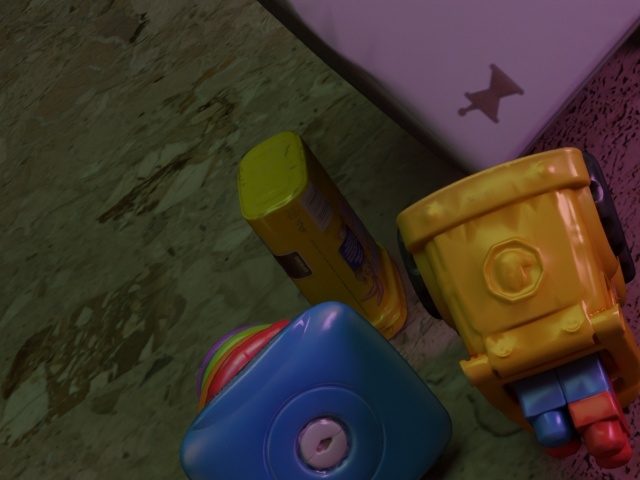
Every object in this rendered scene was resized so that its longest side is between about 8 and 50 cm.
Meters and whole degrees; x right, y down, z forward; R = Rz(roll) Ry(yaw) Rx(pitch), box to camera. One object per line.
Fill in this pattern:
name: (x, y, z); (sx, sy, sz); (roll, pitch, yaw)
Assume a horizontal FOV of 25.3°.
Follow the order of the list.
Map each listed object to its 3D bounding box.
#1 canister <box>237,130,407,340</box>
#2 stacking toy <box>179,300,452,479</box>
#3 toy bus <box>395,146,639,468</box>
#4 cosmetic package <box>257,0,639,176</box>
canister: (0.000, 0.000, 1.247); (0.073, 0.170, 0.126); (-29, 31, 12)
stacking toy: (-0.039, 0.127, 1.168); (0.175, 0.166, 0.302); (-45, 17, -6)
toy bus: (0.166, 0.068, 1.011); (0.149, 0.220, 0.211); (-23, 65, 11)
cosmetic package: (0.108, -0.275, 1.178); (0.327, 0.329, 0.394); (-48, 4, 5)
